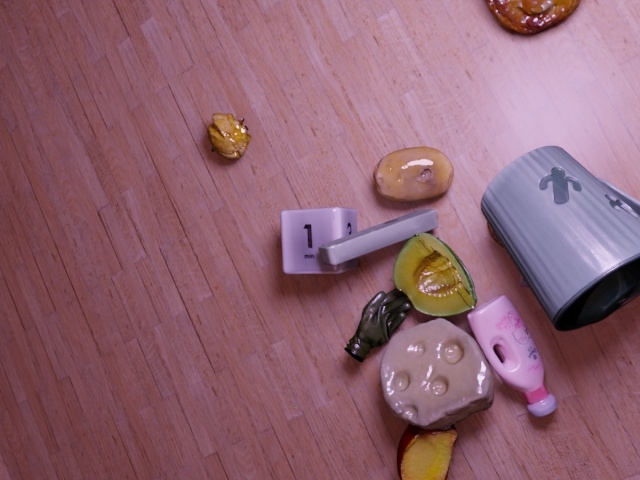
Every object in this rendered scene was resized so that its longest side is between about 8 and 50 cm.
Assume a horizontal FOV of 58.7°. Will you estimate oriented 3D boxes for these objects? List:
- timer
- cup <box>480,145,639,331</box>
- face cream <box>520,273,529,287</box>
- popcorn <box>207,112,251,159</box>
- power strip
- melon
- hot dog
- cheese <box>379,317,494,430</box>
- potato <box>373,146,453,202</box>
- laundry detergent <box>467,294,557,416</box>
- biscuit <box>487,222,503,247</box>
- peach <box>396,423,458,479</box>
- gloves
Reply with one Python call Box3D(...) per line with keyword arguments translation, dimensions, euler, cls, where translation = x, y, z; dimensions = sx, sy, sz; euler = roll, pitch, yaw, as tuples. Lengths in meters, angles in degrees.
Box3D(translation=(0.000, 0.000, 1.751), dimensions=(0.194, 0.192, 0.195), euler=(-3, 91, 21), cls="timer")
Box3D(translation=(0.639, -0.004, 1.415), dimensions=(0.310, 0.400, 0.392), euler=(-50, 51, 31), cls="cup")
Box3D(translation=(0.659, 0.089, 1.552), dimensions=(0.214, 0.096, 0.096), euler=(4, 93, 20), cls="face cream")
Box3D(translation=(-0.305, -0.348, 1.889), dimensions=(0.152, 0.148, 0.167), euler=(-35, 89, -4), cls="popcorn")
Box3D(translation=(0.180, -0.015, 1.636), dimensions=(0.384, 0.091, 0.063), euler=(-19, 99, -20), cls="power strip")
Box3D(translation=(0.324, 0.105, 1.672), dimensions=(0.169, 0.129, 0.265), euler=(-40, 91, 30), cls="melon")
Box3D(translation=(0.553, -0.760, 1.529), dimensions=(0.266, 0.174, 0.388), euler=(-18, 86, 23), cls="hot dog")
Box3D(translation=(0.328, 0.383, 1.611), dimensions=(0.326, 0.115, 0.318), euler=(21, 71, 38), cls="cheese")
Box3D(translation=(0.272, -0.197, 1.673), dimensions=(0.233, 0.146, 0.150), euler=(-5, 131, 7), cls="potato")
Box3D(translation=(0.543, 0.327, 1.588), dimensions=(0.158, 0.088, 0.335), euler=(-26, 84, -21), cls="laundry detergent")
Box3D(translation=(0.571, -0.059, 1.619), dimensions=(0.187, 0.027, 0.188), euler=(0, 90, 22), cls="biscuit")
Box3D(translation=(0.304, 0.636, 1.673), dimensions=(0.158, 0.154, 0.268), euler=(9, 103, 12), cls="peach")
Box3D(translation=(0.176, 0.250, 1.735), dimensions=(0.135, 0.107, 0.268), euler=(41, 94, -17), cls="gloves")
